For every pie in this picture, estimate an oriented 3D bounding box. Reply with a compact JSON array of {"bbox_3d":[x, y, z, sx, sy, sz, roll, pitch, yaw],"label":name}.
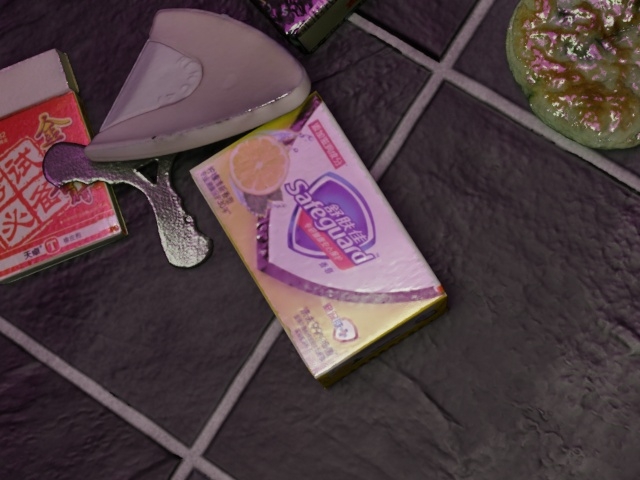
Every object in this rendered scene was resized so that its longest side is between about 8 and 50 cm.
[{"bbox_3d":[0.311,-0.211,1.591,0.241,0.054,0.240,-2,79,11],"label":"pie"}]

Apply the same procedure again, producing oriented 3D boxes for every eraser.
[{"bbox_3d":[-0.325,-0.084,1.708,0.157,0.038,0.230,-22,79,8],"label":"eraser"},{"bbox_3d":[-0.114,-0.157,1.614,0.243,0.059,0.204,6,58,31],"label":"eraser"}]

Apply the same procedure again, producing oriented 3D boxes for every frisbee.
[{"bbox_3d":[-0.175,-0.085,1.674,0.211,0.012,0.187,38,78,-2],"label":"frisbee"}]

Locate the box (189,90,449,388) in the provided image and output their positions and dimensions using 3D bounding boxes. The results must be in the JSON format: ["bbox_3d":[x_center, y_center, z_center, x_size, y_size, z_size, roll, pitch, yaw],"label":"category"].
[{"bbox_3d":[0.000,0.000,1.594,0.168,0.097,0.265,-31,77,2],"label":"box"}]

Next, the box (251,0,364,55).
[{"bbox_3d":[-0.055,-0.381,1.675,0.198,0.084,0.310,-44,76,2],"label":"box"}]
